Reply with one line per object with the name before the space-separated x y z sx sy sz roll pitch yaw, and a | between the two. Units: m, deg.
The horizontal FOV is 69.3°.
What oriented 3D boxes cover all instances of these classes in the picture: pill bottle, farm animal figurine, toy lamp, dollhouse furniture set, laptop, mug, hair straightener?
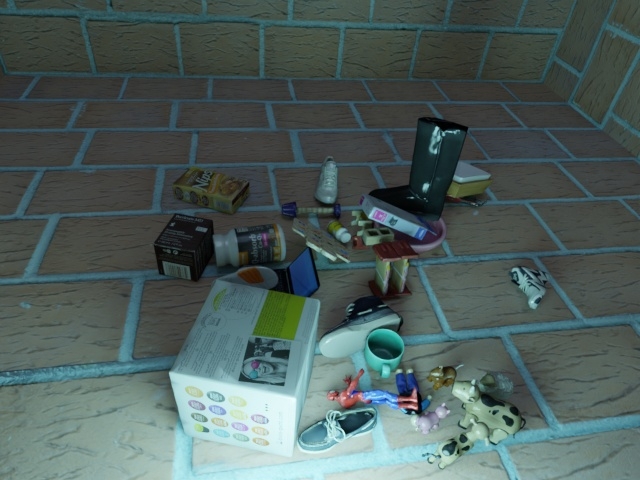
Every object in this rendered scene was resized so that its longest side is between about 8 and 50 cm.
pill bottle | -0.291 0.024 1.883 0.278 0.162 0.162 -9 43 -16
farm animal figurine | 0.455 0.509 1.378 0.326 0.172 0.331 14 44 -6
toy lamp | -0.045 -0.143 2.171 0.274 0.080 0.080 -1 41 -8
dollhouse furniture set | 0.249 0.043 1.911 0.152 0.202 0.374 -7 36 -14
laptop | -0.153 0.150 1.774 0.264 0.137 0.234 -3 41 -11
pill bottle | 0.084 -0.039 2.065 0.065 0.065 0.116 -17 39 -25
mug | 0.206 0.389 1.570 0.129 0.098 0.157 29 46 23
hair straightener | 0.739 -0.225 2.381 0.230 0.047 0.089 13 39 16

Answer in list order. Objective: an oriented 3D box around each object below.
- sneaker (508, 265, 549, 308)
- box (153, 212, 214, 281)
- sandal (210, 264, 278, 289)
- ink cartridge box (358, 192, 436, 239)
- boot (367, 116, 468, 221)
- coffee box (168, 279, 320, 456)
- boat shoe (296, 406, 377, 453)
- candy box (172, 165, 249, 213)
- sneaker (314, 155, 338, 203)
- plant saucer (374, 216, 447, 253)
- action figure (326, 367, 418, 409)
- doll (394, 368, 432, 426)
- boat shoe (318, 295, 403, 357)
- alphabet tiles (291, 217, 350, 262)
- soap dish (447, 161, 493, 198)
sneaker | 0.837 0.179 1.895 0.152 0.094 0.235 23 43 21
box | -0.536 0.026 1.845 0.168 0.167 0.203 10 41 5
sandal | -0.289 0.141 1.766 0.265 0.102 0.076 -10 24 11
ink cartridge box | 0.323 -0.094 1.954 0.310 0.065 0.186 19 19 -17
boot | 0.407 -0.318 2.019 0.366 0.446 0.146 8 40 2
coffee box | -0.202 0.370 1.357 0.334 0.338 0.338 10 41 5
boat shoe | 0.053 0.556 1.371 0.254 0.079 0.095 -7 43 -15
candy box | -0.522 -0.245 2.222 0.316 0.088 0.183 16 42 11
sneaker | 0.032 -0.304 2.311 0.114 0.152 0.305 5 42 -5
plant saucer | 0.406 -0.053 2.118 0.331 0.084 0.332 4 41 -4
action figure | 0.159 0.461 1.461 0.280 0.092 0.139 -4 43 9
doll | 0.294 0.504 1.487 0.128 0.046 0.189 2 41 -6
boat shoe | 0.118 0.301 1.659 0.340 0.127 0.158 -9 36 -29
alphabet tiles | 0.000 0.000 1.938 0.277 0.021 0.284 30 15 -10
soap dish | 0.707 -0.315 2.380 0.290 0.118 0.229 -12 34 -37
